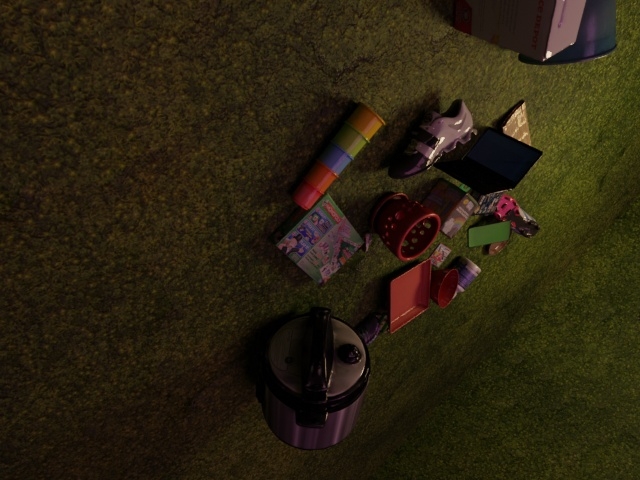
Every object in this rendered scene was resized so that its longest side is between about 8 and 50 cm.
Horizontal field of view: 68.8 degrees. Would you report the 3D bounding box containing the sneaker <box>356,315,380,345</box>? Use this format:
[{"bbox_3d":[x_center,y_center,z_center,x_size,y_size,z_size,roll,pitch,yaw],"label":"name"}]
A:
[{"bbox_3d":[0.159,0.405,1.948,0.098,0.083,0.223,24,106,-46],"label":"sneaker"}]

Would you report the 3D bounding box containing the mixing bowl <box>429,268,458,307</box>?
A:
[{"bbox_3d":[0.529,0.198,2.082,0.181,0.098,0.181,-24,123,-42],"label":"mixing bowl"}]

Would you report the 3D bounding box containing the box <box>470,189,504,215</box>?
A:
[{"bbox_3d":[0.702,-0.208,1.941,0.175,0.051,0.220,-6,127,-40],"label":"box"}]

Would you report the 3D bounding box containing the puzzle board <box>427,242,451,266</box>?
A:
[{"bbox_3d":[0.522,0.067,2.048,0.096,0.011,0.128,-54,143,10],"label":"puzzle board"}]

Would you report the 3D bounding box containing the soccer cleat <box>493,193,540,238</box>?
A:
[{"bbox_3d":[0.864,-0.120,2.139,0.331,0.143,0.116,33,105,-28],"label":"soccer cleat"}]

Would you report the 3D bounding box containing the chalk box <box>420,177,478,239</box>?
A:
[{"bbox_3d":[0.481,-0.137,1.730,0.213,0.132,0.132,-54,141,7],"label":"chalk box"}]

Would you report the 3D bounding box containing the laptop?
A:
[{"bbox_3d":[0.571,-0.278,1.604,0.265,0.234,0.136,-13,130,-36],"label":"laptop"}]

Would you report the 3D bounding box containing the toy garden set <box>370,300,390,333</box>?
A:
[{"bbox_3d":[0.318,0.337,2.062,0.244,0.049,0.203,9,117,-47],"label":"toy garden set"}]

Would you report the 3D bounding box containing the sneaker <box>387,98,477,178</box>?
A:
[{"bbox_3d":[0.328,-0.320,1.451,0.331,0.122,0.146,-37,123,-11],"label":"sneaker"}]

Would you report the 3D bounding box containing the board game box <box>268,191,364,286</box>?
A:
[{"bbox_3d":[0.000,0.000,1.461,0.213,0.046,0.317,-46,142,-3],"label":"board game box"}]

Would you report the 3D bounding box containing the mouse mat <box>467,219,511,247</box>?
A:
[{"bbox_3d":[0.763,-0.028,2.114,0.190,0.007,0.152,-10,141,10],"label":"mouse mat"}]

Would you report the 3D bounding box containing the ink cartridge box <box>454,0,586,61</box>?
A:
[{"bbox_3d":[0.488,-0.615,1.164,0.131,0.306,0.226,-33,141,-17],"label":"ink cartridge box"}]

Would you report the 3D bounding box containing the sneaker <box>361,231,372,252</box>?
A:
[{"bbox_3d":[0.165,0.007,1.635,0.037,0.032,0.083,-23,137,-27],"label":"sneaker"}]

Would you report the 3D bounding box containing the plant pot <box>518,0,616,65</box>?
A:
[{"bbox_3d":[0.738,-0.691,1.396,0.272,0.272,0.255,-28,123,-23],"label":"plant pot"}]

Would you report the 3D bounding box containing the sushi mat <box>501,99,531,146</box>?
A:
[{"bbox_3d":[0.779,-0.386,1.837,0.151,0.019,0.316,-49,136,-11],"label":"sushi mat"}]

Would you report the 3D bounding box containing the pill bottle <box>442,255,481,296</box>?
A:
[{"bbox_3d":[0.644,0.175,2.178,0.186,0.112,0.112,-51,142,4],"label":"pill bottle"}]

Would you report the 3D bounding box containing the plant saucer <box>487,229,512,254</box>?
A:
[{"bbox_3d":[0.883,-0.004,2.316,0.169,0.029,0.168,-25,136,-26],"label":"plant saucer"}]

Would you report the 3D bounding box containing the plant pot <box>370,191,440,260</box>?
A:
[{"bbox_3d":[0.275,-0.052,1.571,0.191,0.174,0.191,-25,137,-26],"label":"plant pot"}]

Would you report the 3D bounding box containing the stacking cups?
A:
[{"bbox_3d":[0.042,-0.221,1.276,0.316,0.096,0.096,-51,143,11],"label":"stacking cups"}]

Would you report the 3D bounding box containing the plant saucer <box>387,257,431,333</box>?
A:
[{"bbox_3d":[0.362,0.222,1.952,0.259,0.048,0.258,-25,123,-34],"label":"plant saucer"}]

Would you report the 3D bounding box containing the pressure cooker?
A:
[{"bbox_3d":[-0.019,0.450,1.582,0.376,0.370,0.420,-26,141,-31],"label":"pressure cooker"}]
